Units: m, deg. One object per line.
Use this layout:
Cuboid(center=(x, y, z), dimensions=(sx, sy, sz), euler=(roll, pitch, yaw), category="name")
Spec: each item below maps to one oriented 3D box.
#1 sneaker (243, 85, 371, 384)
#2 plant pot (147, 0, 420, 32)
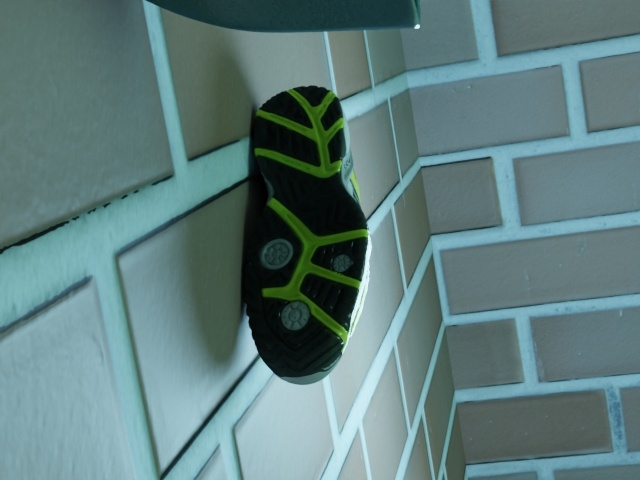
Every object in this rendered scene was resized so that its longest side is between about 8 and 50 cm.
Cuboid(center=(0.000, 0.000, 1.310), dimensions=(0.147, 0.145, 0.384), euler=(67, 21, -51), category="sneaker")
Cuboid(center=(-0.066, -0.323, 0.931), dimensions=(0.248, 0.252, 0.247), euler=(67, 20, -53), category="plant pot")
